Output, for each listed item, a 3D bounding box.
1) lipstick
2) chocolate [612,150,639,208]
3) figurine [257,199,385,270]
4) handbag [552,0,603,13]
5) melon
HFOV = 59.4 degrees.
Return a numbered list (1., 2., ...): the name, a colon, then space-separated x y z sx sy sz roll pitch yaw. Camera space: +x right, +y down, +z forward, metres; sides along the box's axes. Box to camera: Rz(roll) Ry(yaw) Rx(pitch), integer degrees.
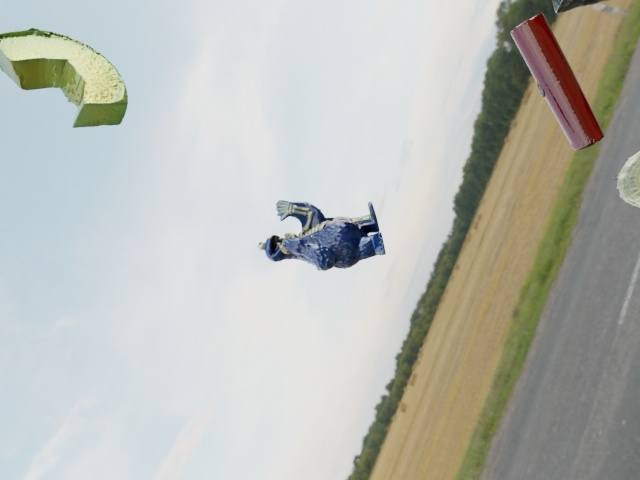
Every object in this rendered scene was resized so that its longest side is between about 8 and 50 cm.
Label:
1. lipstick: 0.477 -0.313 1.126 0.073 0.280 0.073 -28 2 1
2. chocolate: 0.607 -0.074 0.899 0.147 0.221 0.221 47 -125 -27
3. figurine: 0.006 0.005 1.171 0.121 0.262 0.164 80 -166 -46
4. handbag: 0.606 -0.645 1.071 0.180 0.416 0.317 68 -174 -72
5. melon: -0.389 -0.248 0.866 0.118 0.209 0.064 -43 -11 -39
